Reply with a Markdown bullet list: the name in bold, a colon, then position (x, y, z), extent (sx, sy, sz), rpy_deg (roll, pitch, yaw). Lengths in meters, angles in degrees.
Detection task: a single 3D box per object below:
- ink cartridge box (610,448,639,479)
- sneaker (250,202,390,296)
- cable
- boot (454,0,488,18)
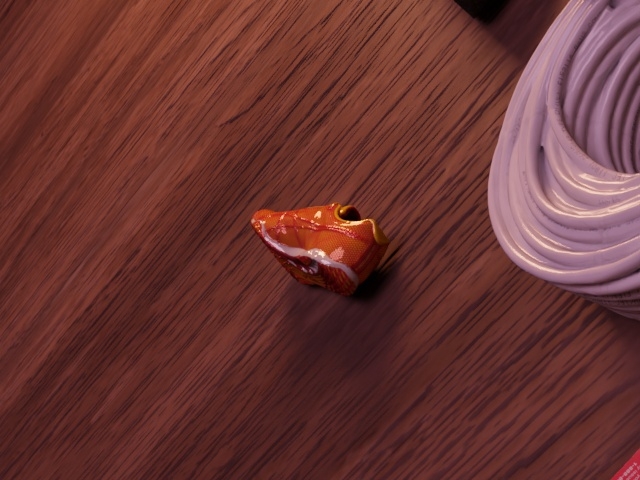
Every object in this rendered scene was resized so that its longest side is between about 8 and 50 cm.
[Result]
- **ink cartridge box**: position (0.172, 0.183, 0.612), extent (0.109, 0.063, 0.150), rpy_deg (-48, 30, 4)
- **sneaker**: position (0.000, 0.000, 1.080), extent (0.067, 0.064, 0.175), rpy_deg (-47, 31, -14)
- **cable**: position (0.211, -0.077, 0.763), extent (0.257, 0.089, 0.257), rpy_deg (-22, 48, 51)
- **boot**: position (0.131, -0.297, 1.107), extent (0.161, 0.083, 0.246), rpy_deg (-47, 37, 12)
